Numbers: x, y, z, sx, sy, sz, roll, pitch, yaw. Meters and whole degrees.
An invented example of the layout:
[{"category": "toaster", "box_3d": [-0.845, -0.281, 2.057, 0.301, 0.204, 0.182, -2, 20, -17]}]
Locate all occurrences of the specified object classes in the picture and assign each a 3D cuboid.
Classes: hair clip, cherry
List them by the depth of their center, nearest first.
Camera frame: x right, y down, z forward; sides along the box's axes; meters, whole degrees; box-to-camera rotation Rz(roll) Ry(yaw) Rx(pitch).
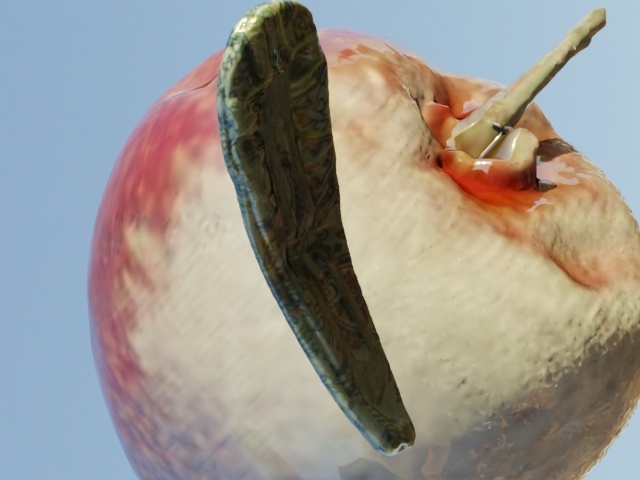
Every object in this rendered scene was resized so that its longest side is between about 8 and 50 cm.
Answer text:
[{"category": "hair clip", "box_3d": [-0.002, -0.001, 0.860, 0.066, 0.036, 0.229, -47, -50, -41]}, {"category": "cherry", "box_3d": [0.029, 0.048, 1.148, 0.291, 0.326, 0.335, -58, -24, -56]}]
